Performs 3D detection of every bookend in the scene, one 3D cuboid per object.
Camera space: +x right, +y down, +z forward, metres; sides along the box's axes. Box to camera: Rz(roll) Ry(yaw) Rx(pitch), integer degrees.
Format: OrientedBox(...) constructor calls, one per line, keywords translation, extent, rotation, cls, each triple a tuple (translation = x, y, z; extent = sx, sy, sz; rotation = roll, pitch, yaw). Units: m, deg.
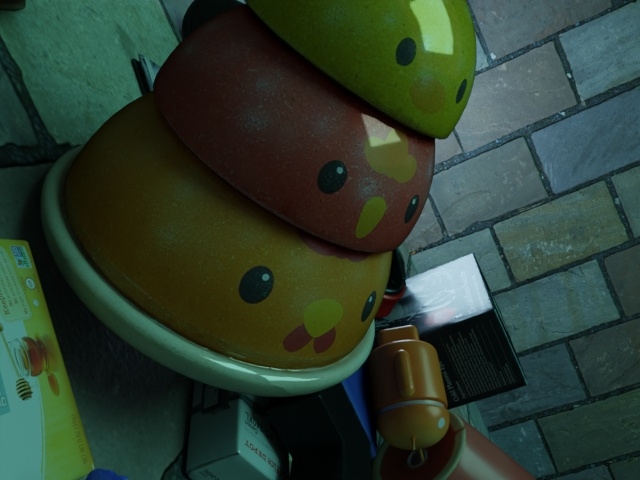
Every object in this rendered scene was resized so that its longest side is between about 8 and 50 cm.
OrientedBox(translation=(-0.008, 0.214, 0.574), extent=(0.157, 0.072, 0.156), rotation=(-82, 150, -64), cls="bookend")

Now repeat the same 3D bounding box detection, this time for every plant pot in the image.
OrientedBox(translation=(0.237, 0.454, 1.009), extent=(0.243, 0.275, 0.275), rotation=(51, 19, -16), cls="plant pot")

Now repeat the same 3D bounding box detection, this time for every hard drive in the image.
OrientedBox(translation=(0.029, 0.173, 0.928), extent=(0.210, 0.040, 0.318), rotation=(-85, 158, -55), cls="hard drive")

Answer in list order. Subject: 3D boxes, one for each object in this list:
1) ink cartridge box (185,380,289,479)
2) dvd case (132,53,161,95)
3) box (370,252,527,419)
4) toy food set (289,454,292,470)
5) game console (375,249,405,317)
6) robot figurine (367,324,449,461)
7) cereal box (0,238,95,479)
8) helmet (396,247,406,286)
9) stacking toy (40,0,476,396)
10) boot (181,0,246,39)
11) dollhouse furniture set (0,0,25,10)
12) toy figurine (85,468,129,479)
OrientedBox(translation=(-0.084, 0.191, 0.610), extent=(0.150, 0.063, 0.109), rotation=(-97, 160, -48), cls="ink cartridge box")
OrientedBox(translation=(-0.193, -0.170, 0.867), extent=(0.164, 0.018, 0.221), rotation=(70, 15, 11), cls="dvd case")
OrientedBox(translation=(0.243, 0.210, 1.252), extent=(0.178, 0.313, 0.343), rotation=(63, 14, -12), cls="box")
OrientedBox(translation=(-0.033, 0.310, 0.648), extent=(0.132, 0.039, 0.192), rotation=(57, 17, -47), cls="toy food set")
OrientedBox(translation=(-0.027, -0.067, 0.917), extent=(0.342, 0.060, 0.386), rotation=(25, 32, -21), cls="game console")
OrientedBox(translation=(0.150, 0.258, 0.972), extent=(0.128, 0.158, 0.219), rotation=(13, 51, -23), cls="robot figurine")
OrientedBox(translation=(-0.233, 0.078, 0.285), extent=(0.172, 0.047, 0.240), rotation=(69, 15, 8), cls="cereal box")
OrientedBox(translation=(0.117, 0.055, 1.340), extent=(0.169, 0.170, 0.161), rotation=(-65, 132, -71), cls="helmet")
OrientedBox(translation=(0.008, -0.137, 0.487), extent=(0.351, 0.479, 0.350), rotation=(28, 25, -15), cls="stacking toy")
OrientedBox(translation=(-0.067, -0.303, 1.101), extent=(0.377, 0.138, 0.284), rotation=(32, 5, 7), cls="boot")
OrientedBox(translation=(-0.226, -0.206, 0.445), extent=(0.151, 0.198, 0.301), rotation=(62, 16, -13), cls="dollhouse furniture set")
OrientedBox(translation=(-0.136, 0.226, 0.316), extent=(0.217, 0.191, 0.362), rotation=(39, -16, 45), cls="toy figurine")
